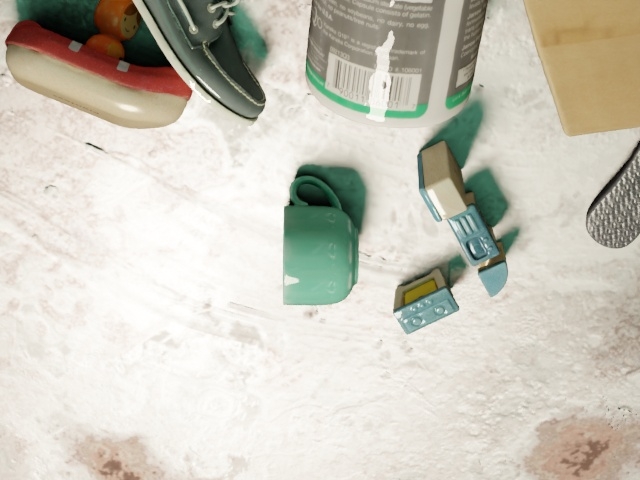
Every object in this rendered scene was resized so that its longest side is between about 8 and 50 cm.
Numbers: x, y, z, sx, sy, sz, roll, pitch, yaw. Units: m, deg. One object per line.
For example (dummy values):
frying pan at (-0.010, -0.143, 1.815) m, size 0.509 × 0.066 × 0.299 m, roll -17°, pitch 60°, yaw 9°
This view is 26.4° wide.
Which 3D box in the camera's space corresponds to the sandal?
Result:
sandal at (0.435, -0.096, 1.756) m, size 0.097 × 0.054 × 0.254 m, roll 40°, pitch 121°, yaw -8°

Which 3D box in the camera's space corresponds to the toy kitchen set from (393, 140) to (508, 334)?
toy kitchen set at (0.138, 0.011, 1.771) m, size 0.166 × 0.122 × 0.207 m, roll -26°, pitch 112°, yaw 14°

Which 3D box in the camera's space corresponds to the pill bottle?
pill bottle at (0.097, -0.325, 1.534) m, size 0.204 × 0.204 × 0.361 m, roll 7°, pitch 126°, yaw -1°

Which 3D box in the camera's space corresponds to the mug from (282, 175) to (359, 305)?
mug at (0.000, 0.008, 1.770) m, size 0.097 × 0.129 × 0.157 m, roll 1°, pitch 116°, yaw -2°

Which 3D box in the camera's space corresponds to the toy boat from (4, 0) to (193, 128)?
toy boat at (-0.262, -0.232, 1.675) m, size 0.231 × 0.151 × 0.151 m, roll 22°, pitch 86°, yaw -8°

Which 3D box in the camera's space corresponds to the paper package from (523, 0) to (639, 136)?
paper package at (0.402, -0.275, 1.503) m, size 0.325 × 0.168 × 0.309 m, roll -6°, pitch 151°, yaw 17°

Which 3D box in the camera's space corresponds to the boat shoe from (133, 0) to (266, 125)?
boat shoe at (-0.153, -0.281, 1.644) m, size 0.099 × 0.116 × 0.319 m, roll -32°, pitch 105°, yaw 18°
